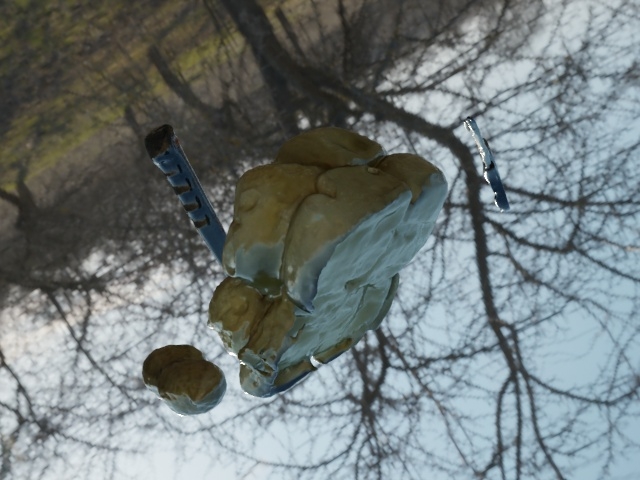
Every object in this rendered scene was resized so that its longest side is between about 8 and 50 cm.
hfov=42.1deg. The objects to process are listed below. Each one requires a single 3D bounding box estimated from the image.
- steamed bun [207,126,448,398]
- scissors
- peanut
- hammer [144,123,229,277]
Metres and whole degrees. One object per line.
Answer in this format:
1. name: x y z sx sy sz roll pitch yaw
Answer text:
1. steamed bun: 0.000 0.000 0.589 0.192 0.106 0.177 -30 152 -38
2. scissors: 0.213 -0.109 1.079 0.022 0.109 0.300 -21 164 14
3. peanut: -0.184 0.188 1.132 0.089 0.089 0.193 -35 -158 -21
4. hammer: -0.097 0.015 0.845 0.033 0.288 0.111 -20 -157 18
